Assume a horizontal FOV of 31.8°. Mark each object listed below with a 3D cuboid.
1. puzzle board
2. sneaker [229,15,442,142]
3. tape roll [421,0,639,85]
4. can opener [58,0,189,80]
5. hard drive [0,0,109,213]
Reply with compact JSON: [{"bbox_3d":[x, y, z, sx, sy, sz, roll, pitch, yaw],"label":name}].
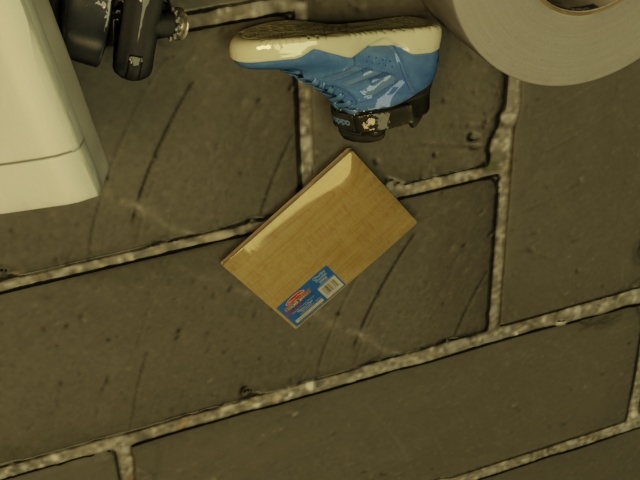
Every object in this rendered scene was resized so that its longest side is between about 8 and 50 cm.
[{"bbox_3d":[0.000,0.000,0.851,0.128,0.011,0.096,-41,130,5],"label":"puzzle board"},{"bbox_3d":[0.011,-0.103,0.757,0.152,0.058,0.084,-9,116,-28],"label":"sneaker"},{"bbox_3d":[0.167,-0.217,0.749,0.219,0.072,0.219,-13,125,-19],"label":"tape roll"},{"bbox_3d":[-0.101,-0.182,0.653,0.073,0.059,0.186,5,118,-27],"label":"can opener"},{"bbox_3d":[-0.268,-0.156,0.546,0.233,0.047,0.353,-7,127,9],"label":"hard drive"}]
